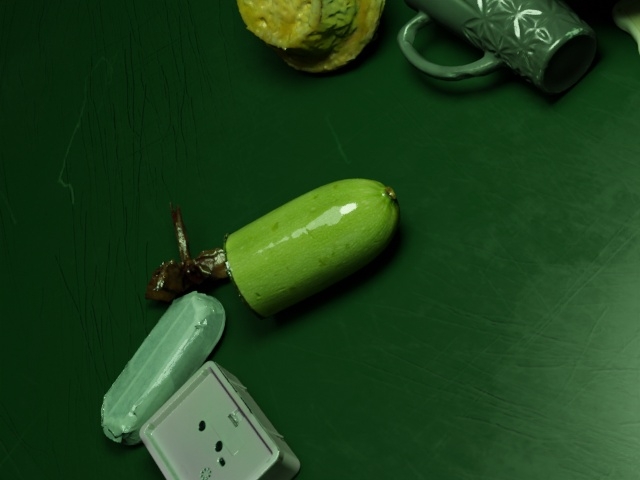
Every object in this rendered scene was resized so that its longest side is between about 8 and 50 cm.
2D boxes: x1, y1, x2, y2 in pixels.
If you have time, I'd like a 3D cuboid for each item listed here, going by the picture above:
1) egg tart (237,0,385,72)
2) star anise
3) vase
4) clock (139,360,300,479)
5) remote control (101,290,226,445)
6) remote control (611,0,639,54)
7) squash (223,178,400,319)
[{"bbox_3d":[-0.034,-0.384,1.650,0.288,0.288,0.118,8,26,36],"label":"egg tart"},{"bbox_3d":[-0.204,0.010,1.625,0.140,0.158,0.144,-14,93,65],"label":"star anise"},{"bbox_3d":[0.236,-0.313,1.523,0.251,0.156,0.301,-48,54,9],"label":"vase"},{"bbox_3d":[-0.133,0.274,1.459,0.150,0.063,0.197,-46,49,2],"label":"clock"},{"bbox_3d":[-0.227,0.181,1.586,0.104,0.052,0.247,30,84,45],"label":"remote control"},{"bbox_3d":[0.433,-0.279,1.438,0.074,0.032,0.122,-31,51,14],"label":"remote control"},{"bbox_3d":[0.000,0.000,1.494,0.247,0.132,0.132,-25,52,17],"label":"squash"}]
